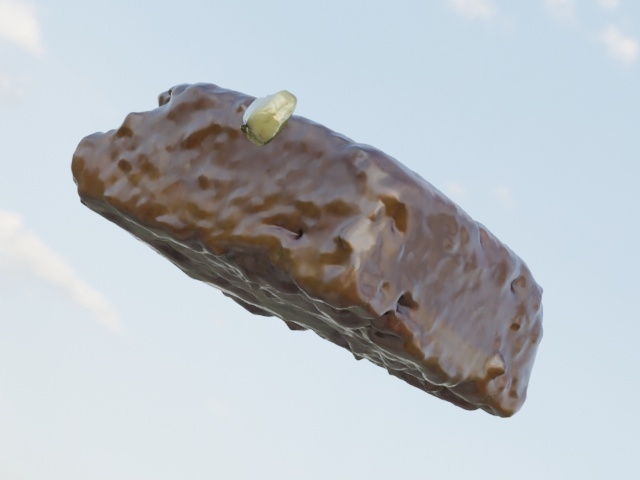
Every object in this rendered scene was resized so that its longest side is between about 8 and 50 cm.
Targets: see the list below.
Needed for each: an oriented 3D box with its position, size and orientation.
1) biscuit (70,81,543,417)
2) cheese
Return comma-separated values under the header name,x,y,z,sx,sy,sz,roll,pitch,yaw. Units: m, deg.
name,x,y,z,sx,sy,sz,roll,pitch,yaw
biscuit,0.000,0.000,1.761,0.395,0.166,0.342,23,-7,39
cheese,-0.038,-0.091,1.375,0.030,0.044,0.083,45,-2,-4
